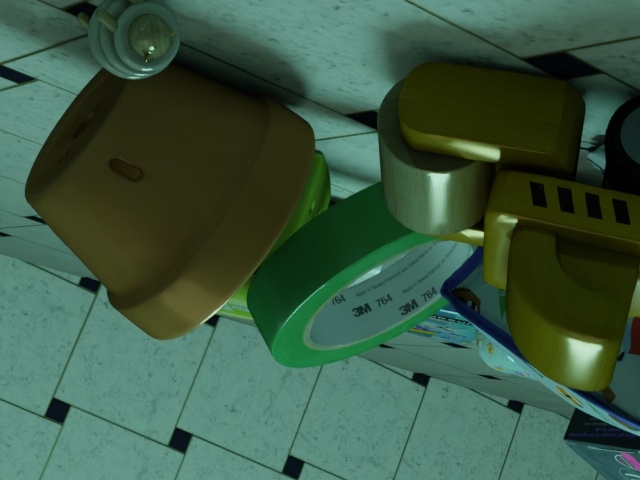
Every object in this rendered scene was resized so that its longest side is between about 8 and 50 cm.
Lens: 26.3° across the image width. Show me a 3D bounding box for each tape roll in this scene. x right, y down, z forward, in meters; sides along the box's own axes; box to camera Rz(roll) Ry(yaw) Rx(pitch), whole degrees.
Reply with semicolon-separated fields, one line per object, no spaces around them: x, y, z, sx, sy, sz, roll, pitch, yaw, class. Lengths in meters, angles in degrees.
0.069;0.036;1.652;0.321;0.077;0.321;-24;157;-11;tape roll

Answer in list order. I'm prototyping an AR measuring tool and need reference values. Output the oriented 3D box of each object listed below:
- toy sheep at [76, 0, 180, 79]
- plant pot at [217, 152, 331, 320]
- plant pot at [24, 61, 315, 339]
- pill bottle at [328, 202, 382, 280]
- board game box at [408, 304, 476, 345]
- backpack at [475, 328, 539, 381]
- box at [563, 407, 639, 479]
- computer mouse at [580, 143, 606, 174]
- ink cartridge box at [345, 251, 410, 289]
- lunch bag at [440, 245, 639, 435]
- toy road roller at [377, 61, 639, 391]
-0.176;-0.192;1.270;0.091;0.091;0.132;18;-178;-26;toy sheep
-0.118;-0.012;1.790;0.227;0.207;0.228;11;170;6;plant pot
-0.174;-0.069;1.458;0.203;0.291;0.291;37;160;-23;plant pot
0.000;0.000;1.959;0.186;0.112;0.112;12;169;1;pill bottle
0.166;0.103;2.379;0.253;0.079;0.336;13;169;-1;board game box
0.339;0.133;2.100;0.188;0.166;0.144;13;168;-16;backpack
0.496;0.220;2.012;0.143;0.270;0.165;2;150;49;box
0.310;-0.074;1.405;0.193;0.042;0.106;10;168;17;computer mouse
0.038;0.028;2.123;0.203;0.086;0.148;10;168;12;ink cartridge box
0.392;0.119;1.576;0.385;0.239;0.328;40;-172;38;lunch bag
0.198;-0.007;1.272;0.329;0.241;0.202;12;154;12;toy road roller
